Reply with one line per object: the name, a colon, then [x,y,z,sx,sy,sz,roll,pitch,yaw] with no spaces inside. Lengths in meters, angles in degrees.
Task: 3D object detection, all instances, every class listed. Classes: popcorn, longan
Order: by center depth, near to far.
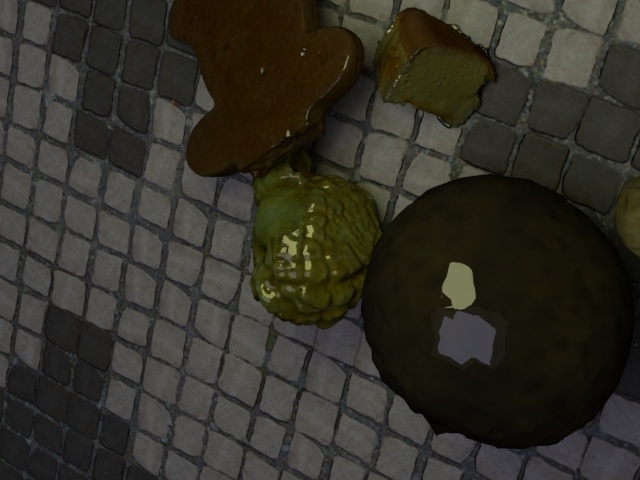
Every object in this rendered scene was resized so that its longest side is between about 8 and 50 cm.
longan: [0.243,0.102,1.596,0.391,0.391,0.391,9,108,28]
popcorn: [0.000,0.000,1.819,0.174,0.225,0.285,-34,51,50]

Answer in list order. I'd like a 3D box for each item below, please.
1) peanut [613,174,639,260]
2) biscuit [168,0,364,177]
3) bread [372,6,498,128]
peanut: [0.534,-0.024,1.508,0.313,0.152,0.152,7,109,55]
biscuit: [-0.098,-0.299,1.802,0.368,0.076,0.394,-36,60,33]
bread: [0.173,-0.261,1.732,0.160,0.169,0.140,20,122,-21]
